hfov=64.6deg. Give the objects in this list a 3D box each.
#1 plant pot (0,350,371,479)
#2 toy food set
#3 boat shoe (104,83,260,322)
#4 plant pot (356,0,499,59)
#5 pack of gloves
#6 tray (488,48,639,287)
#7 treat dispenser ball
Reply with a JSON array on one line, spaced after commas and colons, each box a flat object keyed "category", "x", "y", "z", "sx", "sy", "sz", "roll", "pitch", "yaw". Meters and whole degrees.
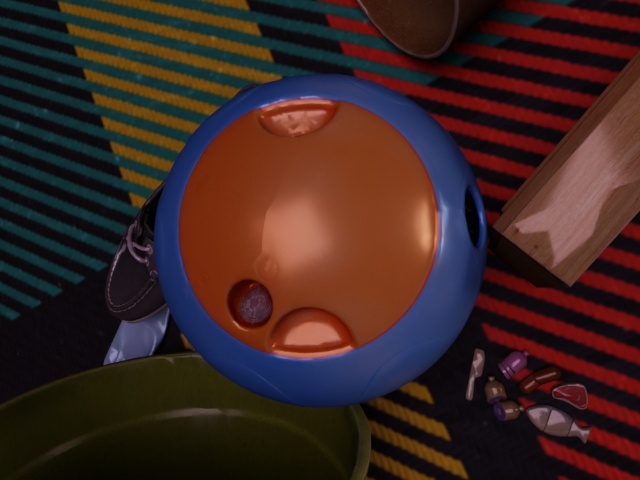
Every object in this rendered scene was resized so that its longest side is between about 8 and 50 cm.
[{"category": "plant pot", "x": -0.136, "y": 0.336, "z": 0.457, "sx": 0.365, "sy": 0.366, "sz": 0.354, "roll": 2, "pitch": 102, "yaw": 18}, {"category": "toy food set", "x": 0.215, "y": 0.154, "z": 0.517, "sx": 0.122, "sy": 0.019, "sz": 0.078, "roll": 12, "pitch": 89, "yaw": 18}, {"category": "boat shoe", "x": -0.158, "y": -0.046, "z": 0.597, "sx": 0.335, "sy": 0.095, "sz": 0.112, "roll": -47, "pitch": 61, "yaw": 2}, {"category": "plant pot", "x": 0.157, "y": -0.351, "z": 0.495, "sx": 0.254, "sy": 0.237, "sz": 0.237, "roll": -34, "pitch": 76, "yaw": -4}, {"category": "pack of gloves", "x": -0.185, "y": 0.121, "z": 0.634, "sx": 0.194, "sy": 0.046, "sz": 0.232, "roll": 17, "pitch": 90, "yaw": 17}, {"category": "tray", "x": 0.302, "y": -0.139, "z": 0.421, "sx": 0.076, "sy": 0.203, "sz": 0.411, "roll": 41, "pitch": 97, "yaw": 17}, {"category": "treat dispenser ball", "x": 0.000, "y": 0.000, "z": 0.458, "sx": 0.287, "sy": 0.288, "sz": 0.289, "roll": -2, "pitch": 85, "yaw": 17}]
